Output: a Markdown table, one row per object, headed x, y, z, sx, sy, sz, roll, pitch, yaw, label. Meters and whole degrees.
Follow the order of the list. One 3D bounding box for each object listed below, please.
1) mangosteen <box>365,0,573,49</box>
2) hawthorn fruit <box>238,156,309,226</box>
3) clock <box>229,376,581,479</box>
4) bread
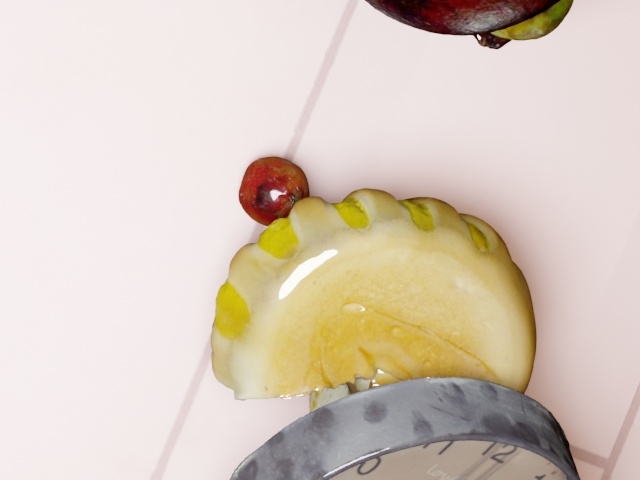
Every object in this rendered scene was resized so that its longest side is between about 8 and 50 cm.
| x | y | z | sx | sy | sz | roll | pitch | yaw | label |
| --- | --- | --- | --- | --- | --- | --- | --- | --- | --- |
| 0.154 | -0.334 | 1.739 | 0.330 | 0.330 | 0.330 | -4 | 100 | -21 | mangosteen |
| -0.045 | -0.048 | 1.824 | 0.077 | 0.077 | 0.077 | -4 | 100 | -21 | hawthorn fruit |
| 0.080 | 0.293 | 1.825 | 0.386 | 0.076 | 0.386 | -10 | 135 | -11 | clock |
| 0.058 | 0.085 | 1.829 | 0.333 | 0.160 | 0.333 | -6 | 116 | -12 | bread |
